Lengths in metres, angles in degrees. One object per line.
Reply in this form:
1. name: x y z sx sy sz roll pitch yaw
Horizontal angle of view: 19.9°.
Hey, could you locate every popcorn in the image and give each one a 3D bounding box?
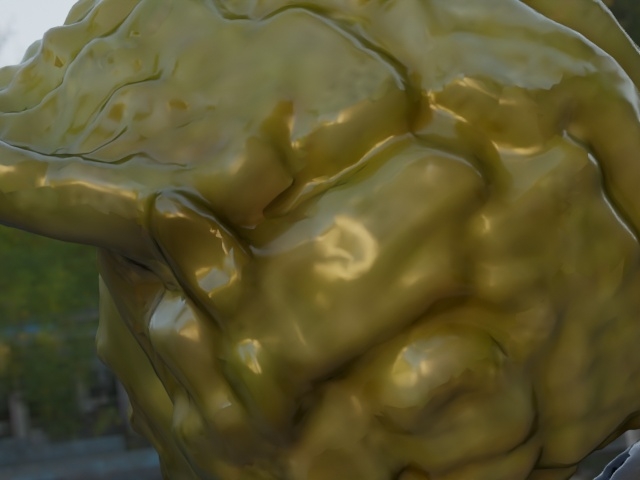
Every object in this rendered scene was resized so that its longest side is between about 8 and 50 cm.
1. popcorn: 0.007 -0.006 0.691 0.237 0.293 0.293 -49 6 -16

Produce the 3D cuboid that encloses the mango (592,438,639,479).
1. mango: 0.164 0.197 0.837 0.151 0.249 0.156 16 -27 32
